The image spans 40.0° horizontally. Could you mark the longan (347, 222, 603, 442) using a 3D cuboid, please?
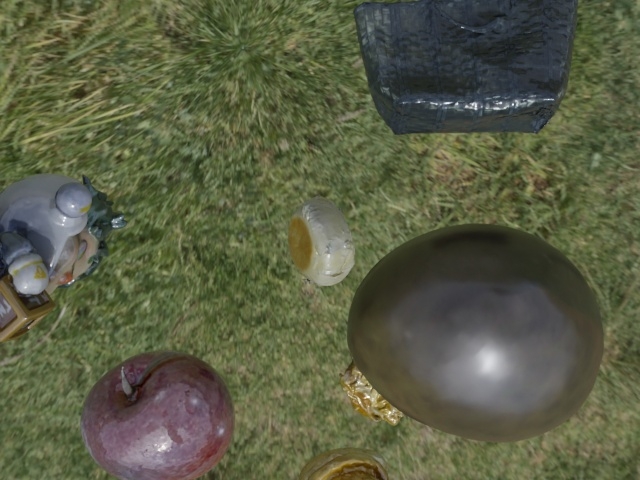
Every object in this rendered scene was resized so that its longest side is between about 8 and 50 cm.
[{"bbox_3d":[0.178,0.107,1.009,0.300,0.300,0.243,27,62,-10],"label":"longan"}]

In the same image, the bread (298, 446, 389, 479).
[{"bbox_3d":[0.030,0.478,1.546,0.198,0.120,0.236,13,101,-38],"label":"bread"}]

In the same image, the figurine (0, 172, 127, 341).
[{"bbox_3d":[-0.415,0.019,1.213,0.261,0.382,0.186,-32,98,23],"label":"figurine"}]

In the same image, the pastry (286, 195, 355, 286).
[{"bbox_3d":[0.000,0.000,1.587,0.088,0.166,0.166,-14,104,-26],"label":"pastry"}]

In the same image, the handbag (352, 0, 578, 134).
[{"bbox_3d":[0.175,-0.217,1.041,0.270,0.089,0.175,-1,73,2],"label":"handbag"}]

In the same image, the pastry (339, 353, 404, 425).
[{"bbox_3d":[0.127,0.207,1.555,0.154,0.250,0.102,45,131,-11],"label":"pastry"}]

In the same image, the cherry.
[{"bbox_3d":[-0.258,0.285,1.401,0.236,0.213,0.285,3,143,22],"label":"cherry"}]
